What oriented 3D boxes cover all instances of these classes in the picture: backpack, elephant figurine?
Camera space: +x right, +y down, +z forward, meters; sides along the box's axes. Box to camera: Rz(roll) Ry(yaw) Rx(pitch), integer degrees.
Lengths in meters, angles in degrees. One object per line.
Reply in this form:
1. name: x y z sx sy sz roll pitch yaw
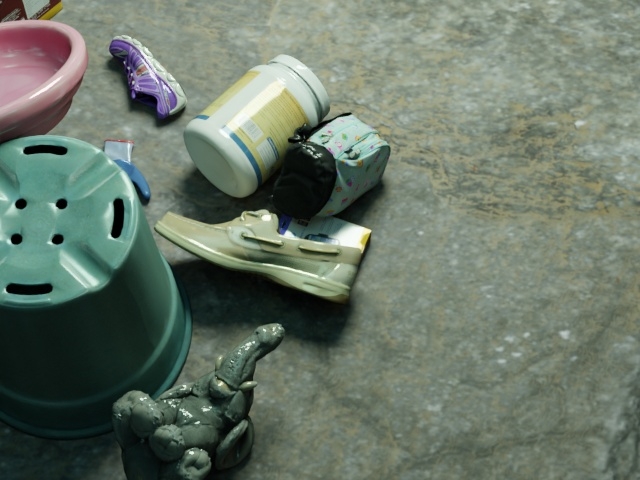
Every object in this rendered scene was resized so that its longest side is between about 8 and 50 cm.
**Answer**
1. backpack: 0.019 -0.114 1.926 0.115 0.152 0.182 41 43 13
2. elephant figurine: -0.152 0.241 1.726 0.239 0.186 0.169 -31 101 -44

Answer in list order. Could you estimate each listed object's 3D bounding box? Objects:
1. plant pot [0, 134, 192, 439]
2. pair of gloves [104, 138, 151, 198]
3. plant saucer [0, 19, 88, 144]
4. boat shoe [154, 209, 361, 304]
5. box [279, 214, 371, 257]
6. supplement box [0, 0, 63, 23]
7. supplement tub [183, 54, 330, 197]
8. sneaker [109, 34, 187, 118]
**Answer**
1. plant pot: -0.352 0.050 1.715 0.341 0.334 0.341 1 61 -2
2. pair of gloves: -0.360 -0.094 1.965 0.198 0.023 0.159 3 56 -7
3. plant saucer: -0.473 -0.194 1.745 0.332 0.084 0.332 -9 33 6
4. boat shoe: -0.091 0.004 1.858 0.302 0.109 0.098 19 90 3
5. box: 0.000 0.000 1.924 0.136 0.028 0.081 19 63 12
6. supplement box: -0.540 -0.412 2.042 0.129 0.194 0.191 37 67 18
7. supplement tub: -0.095 -0.177 1.951 0.144 0.144 0.199 39 67 18
8. sneaker: -0.288 -0.263 2.040 0.071 0.068 0.170 -39 69 -14
